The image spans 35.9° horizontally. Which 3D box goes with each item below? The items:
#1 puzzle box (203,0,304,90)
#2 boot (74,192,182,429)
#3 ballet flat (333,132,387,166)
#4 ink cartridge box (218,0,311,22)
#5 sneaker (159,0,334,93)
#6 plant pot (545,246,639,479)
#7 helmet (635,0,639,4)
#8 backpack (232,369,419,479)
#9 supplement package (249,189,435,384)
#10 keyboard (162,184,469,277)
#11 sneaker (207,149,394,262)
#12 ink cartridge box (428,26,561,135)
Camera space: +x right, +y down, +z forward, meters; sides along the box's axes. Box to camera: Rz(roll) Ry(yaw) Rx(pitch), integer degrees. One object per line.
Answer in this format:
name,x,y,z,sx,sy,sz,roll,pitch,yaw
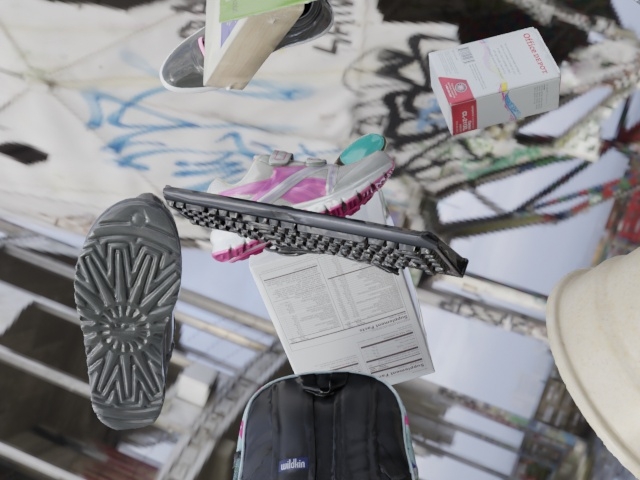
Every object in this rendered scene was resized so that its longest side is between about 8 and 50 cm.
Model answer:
puzzle box,-0.074,-0.398,1.097,0.272,0.052,0.408,156,116,-71
boot,-0.280,0.029,1.586,0.445,0.146,0.367,-91,11,-66
ballet flat,0.045,-0.115,1.655,0.168,0.057,0.052,-42,-19,-1
ink cartridge box,0.035,-0.258,0.729,0.189,0.255,0.097,-100,-5,-61
sneaker,-0.122,-0.324,1.513,0.147,0.296,0.104,65,-178,-81
plant pot,0.465,0.076,1.041,0.305,0.334,0.334,-50,1,37
helmet,0.264,-0.226,0.661,0.161,0.169,0.169,78,-147,-58
backpack,0.009,0.287,1.204,0.191,0.225,0.253,85,-179,-45
supplement package,0.030,0.065,1.452,0.199,0.198,0.262,-95,-13,-59
keyboard,0.000,0.000,1.046,0.201,0.317,0.033,29,-106,-63
sneaker,-0.032,-0.068,1.218,0.103,0.252,0.111,109,139,-76
ink cartridge box,0.270,-0.249,1.540,0.072,0.175,0.127,77,179,-50
